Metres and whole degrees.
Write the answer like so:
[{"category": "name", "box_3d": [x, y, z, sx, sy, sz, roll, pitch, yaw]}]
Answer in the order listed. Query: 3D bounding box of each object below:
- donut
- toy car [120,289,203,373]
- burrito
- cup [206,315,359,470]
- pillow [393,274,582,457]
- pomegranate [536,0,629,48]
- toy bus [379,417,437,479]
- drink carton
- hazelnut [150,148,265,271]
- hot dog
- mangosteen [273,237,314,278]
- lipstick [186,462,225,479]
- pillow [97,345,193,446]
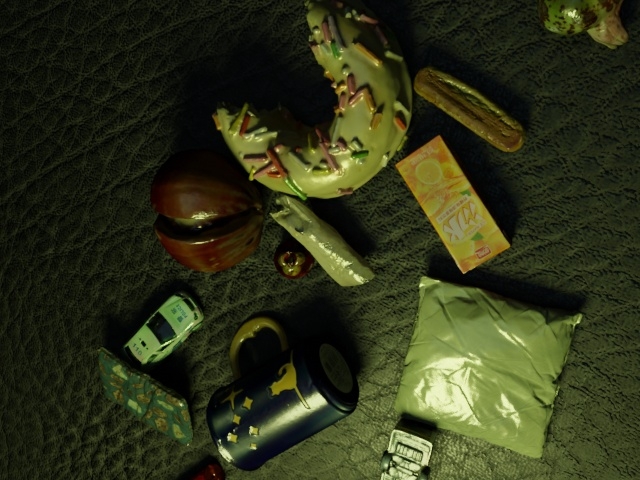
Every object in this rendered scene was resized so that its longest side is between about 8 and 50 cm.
[{"category": "donut", "box_3d": [-0.008, -0.228, 1.050, 0.371, 0.150, 0.307, -42, 86, 22]}, {"category": "toy car", "box_3d": [-0.350, 0.203, 1.287, 0.224, 0.076, 0.090, -44, 80, 21]}, {"category": "burrito", "box_3d": [0.000, 0.000, 1.102, 0.226, 0.060, 0.087, 44, 147, -8]}, {"category": "cup", "box_3d": [-0.090, 0.272, 1.144, 0.256, 0.178, 0.255, -35, 86, 20]}, {"category": "pillow", "box_3d": [0.283, 0.223, 1.045, 0.274, 0.076, 0.281, 14, 103, 17]}, {"category": "pomegranate", "box_3d": [0.406, -0.361, 0.886, 0.138, 0.125, 0.163, -43, 82, 8]}, {"category": "toy bus", "box_3d": [0.153, 0.465, 1.115, 0.092, 0.106, 0.268, 16, 105, 18]}, {"category": "drink carton", "box_3d": [0.231, -0.064, 1.026, 0.096, 0.071, 0.223, -32, 85, 21]}, {"category": "hazelnut", "box_3d": [-0.208, -0.053, 1.126, 0.217, 0.217, 0.252, 13, 131, 19]}, {"category": "hot dog", "box_3d": [0.254, -0.225, 1.007, 0.215, 0.047, 0.066, 36, 94, 13]}, {"category": "mangosteen", "box_3d": [-0.054, 0.034, 1.146, 0.080, 0.081, 0.081, 3, 99, 21]}, {"category": "lipstick", "box_3d": [-0.322, 0.598, 1.337, 0.279, 0.073, 0.073, -41, 82, 22]}, {"category": "pillow", "box_3d": [-0.388, 0.348, 1.307, 0.255, 0.034, 0.189, 24, 132, 16]}]
